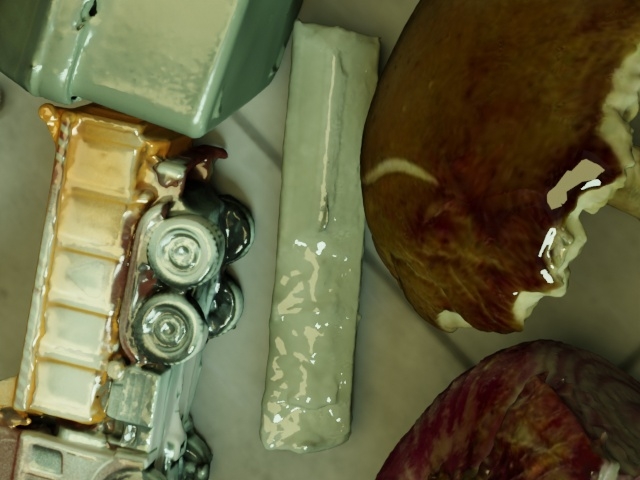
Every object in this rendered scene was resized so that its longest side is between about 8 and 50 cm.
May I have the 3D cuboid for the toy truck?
[{"bbox_3d":[-0.125,0.055,1.127,0.135,0.114,0.270,13,102,11],"label":"toy truck"}]

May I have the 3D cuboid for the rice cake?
[{"bbox_3d":[0.000,0.000,1.109,0.052,0.057,0.256,14,104,45],"label":"rice cake"}]

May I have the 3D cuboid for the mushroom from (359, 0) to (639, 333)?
[{"bbox_3d":[0.148,-0.012,1.024,0.208,0.233,0.301,-43,104,-16],"label":"mushroom"}]

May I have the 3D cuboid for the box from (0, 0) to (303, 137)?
[{"bbox_3d":[-0.082,-0.144,1.035,0.129,0.210,0.148,22,107,5],"label":"box"}]

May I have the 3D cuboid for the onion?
[{"bbox_3d":[0.124,0.191,1.007,0.256,0.230,0.272,-45,122,-15],"label":"onion"}]
